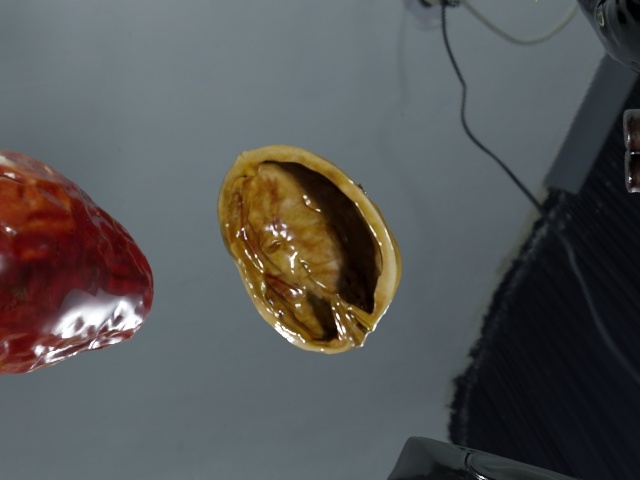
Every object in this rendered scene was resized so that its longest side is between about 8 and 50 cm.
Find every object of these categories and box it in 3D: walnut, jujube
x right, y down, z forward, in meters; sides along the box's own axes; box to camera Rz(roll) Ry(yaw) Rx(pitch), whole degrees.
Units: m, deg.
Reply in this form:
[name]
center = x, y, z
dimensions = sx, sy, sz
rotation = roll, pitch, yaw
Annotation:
[walnut]
center = 0.000, -0.002, 0.834
dimensions = 0.167, 0.211, 0.087
rotation = -29, -179, 32
[jujube]
center = -0.258, 0.026, 0.747
dimensions = 0.190, 0.190, 0.255
rotation = -38, 152, 12

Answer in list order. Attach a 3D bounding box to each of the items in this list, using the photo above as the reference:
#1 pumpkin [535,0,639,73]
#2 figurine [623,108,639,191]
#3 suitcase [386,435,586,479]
[pumpkin]
center = 0.345, -0.306, 0.877
dimensions = 0.295, 0.296, 0.296
rotation = -12, 133, -13
[figurine]
center = 0.556, -0.120, 1.033
dimensions = 0.370, 0.167, 0.281
rotation = -2, 105, 14
[suitcase]
center = 0.232, 0.345, 0.837
dimensions = 0.188, 0.345, 0.339
rotation = -56, 135, -28
